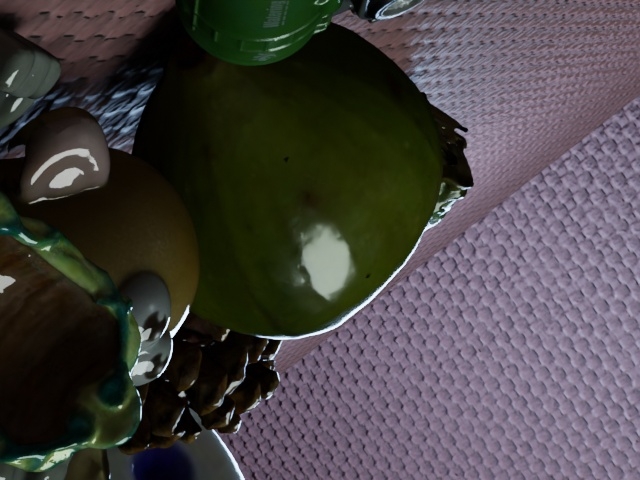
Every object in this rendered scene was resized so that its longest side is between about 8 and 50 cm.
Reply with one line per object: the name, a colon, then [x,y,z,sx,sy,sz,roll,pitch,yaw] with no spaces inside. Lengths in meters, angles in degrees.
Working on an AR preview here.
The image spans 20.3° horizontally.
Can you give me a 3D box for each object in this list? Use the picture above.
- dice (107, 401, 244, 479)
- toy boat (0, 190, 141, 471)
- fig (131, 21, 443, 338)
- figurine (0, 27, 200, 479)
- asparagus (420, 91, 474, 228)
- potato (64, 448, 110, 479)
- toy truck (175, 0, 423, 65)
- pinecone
dice: [-0.253,0.299,1.600,0.304,0.277,0.304,-38,-179,36]
toy boat: [-0.187,0.006,0.771,0.108,0.099,0.293,-56,138,-9]
fig: [-0.033,-0.055,1.088,0.203,0.203,0.225,-35,133,-1]
figurine: [-0.194,0.042,0.949,0.285,0.167,0.342,-27,164,-31]
asparagus: [0.000,0.000,1.643,0.108,0.128,0.382,17,140,-31]
potato: [-0.284,0.149,1.140,0.264,0.189,0.211,5,172,-28]
toy truck: [-0.007,-0.159,0.831,0.125,0.101,0.242,-21,171,-11]
pinecone: [-0.121,0.082,1.448,0.212,0.168,0.186,-8,168,-45]
